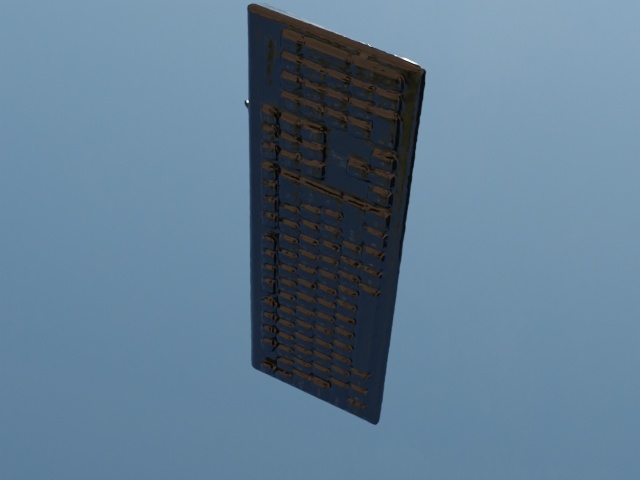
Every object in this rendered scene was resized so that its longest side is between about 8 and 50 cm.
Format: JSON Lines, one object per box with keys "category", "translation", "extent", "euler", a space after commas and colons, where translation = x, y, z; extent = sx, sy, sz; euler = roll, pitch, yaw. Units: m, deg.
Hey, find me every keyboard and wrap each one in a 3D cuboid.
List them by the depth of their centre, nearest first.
{"category": "keyboard", "translation": [0.000, 0.000, 0.513], "extent": [0.067, 0.202, 0.011], "euler": [25, -127, 18]}
